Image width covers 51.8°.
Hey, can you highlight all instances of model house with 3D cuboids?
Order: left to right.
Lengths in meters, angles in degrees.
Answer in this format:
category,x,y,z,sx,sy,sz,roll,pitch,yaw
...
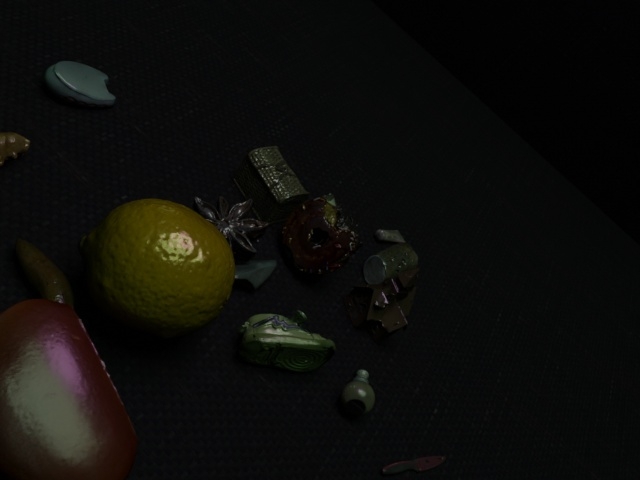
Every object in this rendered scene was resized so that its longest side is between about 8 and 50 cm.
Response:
category,x,y,z,sx,sy,sz,roll,pitch,yaw
model house,0.218,0.167,1.920,0.181,0.248,0.176,0,55,-39

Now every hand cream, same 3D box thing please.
category,x,y,z,sx,sy,sz,roll,pitch,yaw
hand cream,0.242,-0.016,2.286,0.143,0.039,0.061,6,44,-48

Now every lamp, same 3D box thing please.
category,x,y,z,sx,sy,sz,roll,pitch,yaw
lamp,0.104,0.394,1.754,0.091,0.091,0.163,37,25,-6

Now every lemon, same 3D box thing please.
category,x,y,z,sx,sy,sz,roll,pitch,yaw
lemon,-0.359,0.063,1.485,0.336,0.336,0.336,23,43,-23

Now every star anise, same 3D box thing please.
category,x,y,z,sx,sy,sz,roll,pitch,yaw
star anise,-0.263,-0.019,1.804,0.223,0.109,0.235,17,52,6

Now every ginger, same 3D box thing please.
category,x,y,z,sx,sy,sz,roll,pitch,yaw
ginger,-0.790,-0.214,1.560,0.206,0.081,0.115,-7,27,-34

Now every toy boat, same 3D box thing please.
category,x,y,z,sx,sy,sz,roll,pitch,yaw
toy boat,-0.687,-0.435,1.873,0.208,0.079,0.134,1,61,-53

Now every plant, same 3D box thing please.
category,x,y,z,sx,sy,sz,roll,pitch,yaw
plant,0.044,-0.043,2.054,0.142,0.131,0.203,5,51,-54

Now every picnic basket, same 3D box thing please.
category,x,y,z,sx,sy,sz,roll,pitch,yaw
picnic basket,-0.146,-0.170,2.002,0.134,0.154,0.196,-13,63,-46

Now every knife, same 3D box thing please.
category,x,y,z,sx,sy,sz,roll,pitch,yaw
knife,0.252,0.593,1.737,0.248,0.018,0.035,6,48,-38

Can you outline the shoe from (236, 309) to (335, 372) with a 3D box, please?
category,x,y,z,sx,sy,sz,roll,pitch,yaw
shoe,-0.082,0.254,1.671,0.262,0.140,0.128,8,59,-27

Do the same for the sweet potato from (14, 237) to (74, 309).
category,x,y,z,sx,sy,sz,roll,pitch,yaw
sweet potato,-0.586,0.138,1.415,0.109,0.079,0.346,-12,60,-13

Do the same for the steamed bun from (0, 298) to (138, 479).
category,x,y,z,sx,sy,sz,roll,pitch,yaw
steamed bun,-0.510,0.312,1.176,0.248,0.235,0.379,-20,75,-39

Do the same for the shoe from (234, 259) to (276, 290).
category,x,y,z,sx,sy,sz,roll,pitch,yaw
shoe,-0.196,0.099,1.792,0.195,0.079,0.078,-9,95,-53

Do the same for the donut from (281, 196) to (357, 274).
category,x,y,z,sx,sy,sz,roll,pitch,yaw
donut,-0.001,-0.001,1.938,0.230,0.216,0.096,38,5,22

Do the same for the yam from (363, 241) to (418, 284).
category,x,y,z,sx,sy,sz,roll,pitch,yaw
yam,0.223,0.078,2.123,0.194,0.107,0.107,-20,68,-47
